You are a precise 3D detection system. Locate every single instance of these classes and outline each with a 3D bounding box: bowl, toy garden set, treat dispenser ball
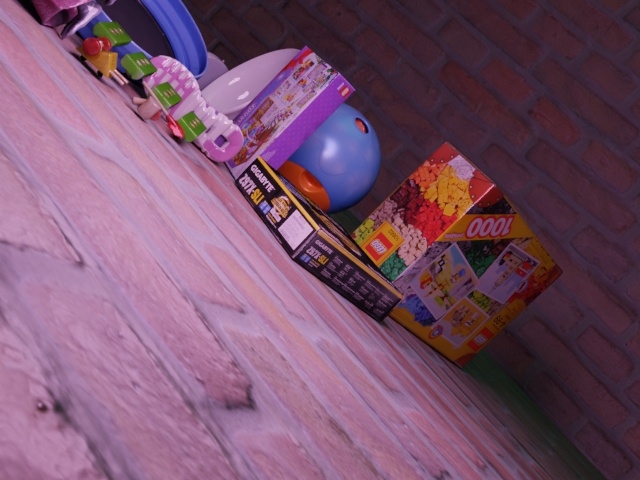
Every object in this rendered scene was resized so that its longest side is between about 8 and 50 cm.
[{"bbox_3d":[-0.146,-0.318,1.896,0.134,0.298,0.298,61,-3,-29],"label":"bowl"},{"bbox_3d":[-0.304,-0.254,1.358,0.244,0.049,0.204,50,11,-11],"label":"toy garden set"},{"bbox_3d":[-0.386,-0.463,1.612,0.391,0.077,0.391,45,23,-25],"label":"bowl"},{"bbox_3d":[0.008,-0.209,2.024,0.288,0.288,0.288,44,6,-6],"label":"treat dispenser ball"}]

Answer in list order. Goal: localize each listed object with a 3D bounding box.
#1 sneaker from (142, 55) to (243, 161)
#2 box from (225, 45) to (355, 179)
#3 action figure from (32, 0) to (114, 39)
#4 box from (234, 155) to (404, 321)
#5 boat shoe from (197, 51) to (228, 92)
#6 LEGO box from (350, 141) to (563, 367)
[{"bbox_3d":[-0.251,-0.250,1.535,0.236,0.095,0.104,47,-2,-26],"label":"sneaker"},{"bbox_3d":[-0.083,-0.253,1.664,0.057,0.293,0.201,41,8,-36],"label":"box"},{"bbox_3d":[-0.443,-0.516,1.248,0.370,0.275,0.248,57,7,-24],"label":"action figure"},{"bbox_3d":[0.000,0.000,1.570,0.322,0.079,0.257,38,7,-46],"label":"box"},{"bbox_3d":[-0.304,-0.422,2.087,0.156,0.136,0.367,47,3,16],"label":"boat shoe"},{"bbox_3d":[0.323,0.054,1.966,0.500,0.372,0.193,37,10,-49],"label":"LEGO box"}]
